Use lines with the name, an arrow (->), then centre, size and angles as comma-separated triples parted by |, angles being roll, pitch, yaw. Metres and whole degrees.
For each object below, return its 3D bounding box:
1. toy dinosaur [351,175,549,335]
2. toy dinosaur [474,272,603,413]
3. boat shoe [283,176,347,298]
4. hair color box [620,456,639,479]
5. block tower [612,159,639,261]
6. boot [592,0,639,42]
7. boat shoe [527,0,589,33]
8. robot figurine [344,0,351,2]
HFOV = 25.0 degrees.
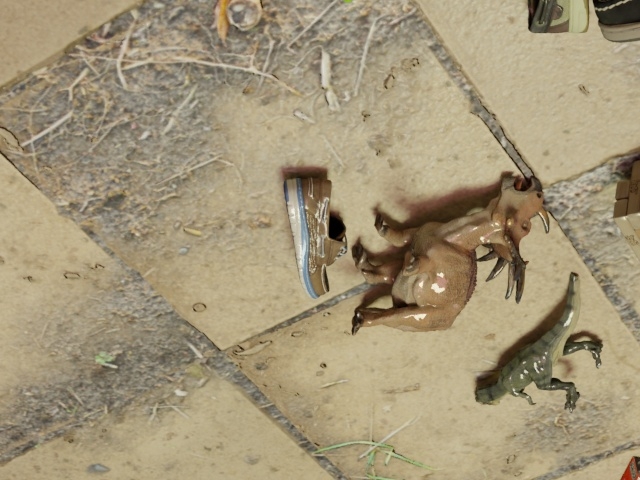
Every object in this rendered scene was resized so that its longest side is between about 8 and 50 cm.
toy dinosaur -> 0.155, 0.049, 1.809 | 0.200, 0.127, 0.295 | 11, 138, -22
toy dinosaur -> 0.315, 0.165, 1.963 | 0.118, 0.064, 0.268 | 24, 125, -15
boat shoe -> 0.000, 0.000, 1.786 | 0.066, 0.066, 0.183 | -8, 133, 3
hair color box -> 0.488, 0.390, 2.193 | 0.072, 0.043, 0.141 | 7, 132, -8
block tower -> 0.515, -0.064, 1.675 | 0.336, 0.091, 0.097 | -12, 136, 32
boot -> 0.375, -0.375, 1.369 | 0.377, 0.138, 0.284 | -24, 112, 36
boat shoe -> 0.235, -0.300, 1.504 | 0.073, 0.080, 0.223 | -15, 137, 5
robot figurine -> 0.039, -0.292, 1.510 | 0.115, 0.067, 0.101 | 3, 161, -6
